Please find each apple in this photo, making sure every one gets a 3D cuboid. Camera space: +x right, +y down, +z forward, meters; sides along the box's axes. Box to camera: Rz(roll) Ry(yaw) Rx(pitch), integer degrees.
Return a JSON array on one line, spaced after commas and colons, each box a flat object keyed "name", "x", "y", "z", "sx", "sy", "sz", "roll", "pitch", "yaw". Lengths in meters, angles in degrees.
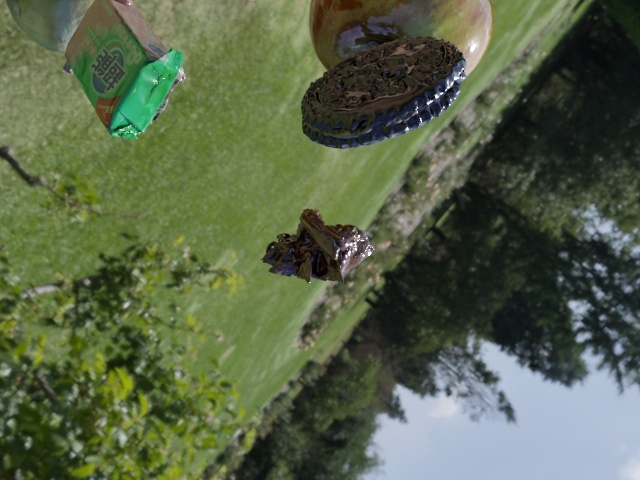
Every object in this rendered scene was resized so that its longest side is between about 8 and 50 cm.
[{"name": "apple", "x": 0.179, "y": -0.499, "z": 1.603, "sx": 0.334, "sy": 0.400, "sz": 0.400, "roll": -62, "pitch": 180, "yaw": -31}]

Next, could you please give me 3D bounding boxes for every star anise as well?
[{"name": "star anise", "x": 0.000, "y": 0.011, "z": 1.477, "sx": 0.346, "sy": 0.237, "sz": 0.148, "roll": -153, "pitch": -117, "yaw": -86}]

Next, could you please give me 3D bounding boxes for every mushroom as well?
[{"name": "mushroom", "x": -0.529, "y": -0.477, "z": 1.579, "sx": 0.190, "sy": 0.266, "sz": 0.164, "roll": -92, "pitch": -179, "yaw": -53}]

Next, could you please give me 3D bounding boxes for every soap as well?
[{"name": "soap", "x": -0.369, "y": -0.322, "z": 1.373, "sx": 0.098, "sy": 0.273, "sz": 0.218, "roll": 11, "pitch": 124, "yaw": -46}]

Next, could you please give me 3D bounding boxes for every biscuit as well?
[{"name": "biscuit", "x": 0.066, "y": -0.165, "z": 0.819, "sx": 0.194, "sy": 0.194, "sz": 0.053, "roll": -46, "pitch": 129, "yaw": -32}]
